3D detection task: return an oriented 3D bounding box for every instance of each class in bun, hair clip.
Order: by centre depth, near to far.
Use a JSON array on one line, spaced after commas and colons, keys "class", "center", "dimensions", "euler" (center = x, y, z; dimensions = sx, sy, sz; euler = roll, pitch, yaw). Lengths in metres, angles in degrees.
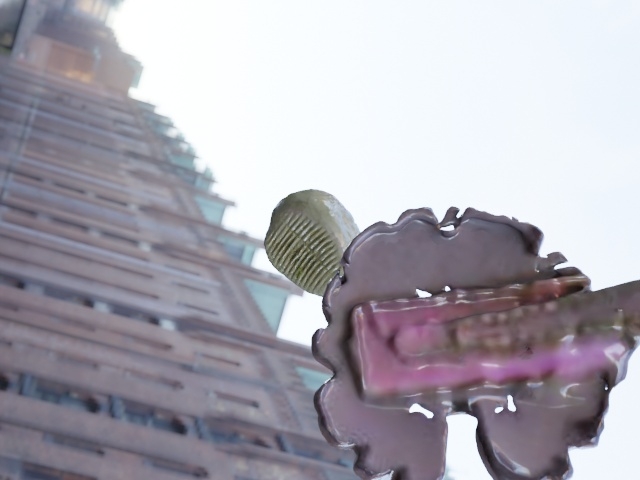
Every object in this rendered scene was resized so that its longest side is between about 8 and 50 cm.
[{"class": "hair clip", "center": [0.145, 0.050, 0.661], "dimensions": [0.069, 0.300, 0.173], "euler": [52, 30, -65]}, {"class": "bun", "center": [0.000, 0.000, 1.206], "dimensions": [0.069, 0.115, 0.115], "euler": [-38, 164, -45]}]
